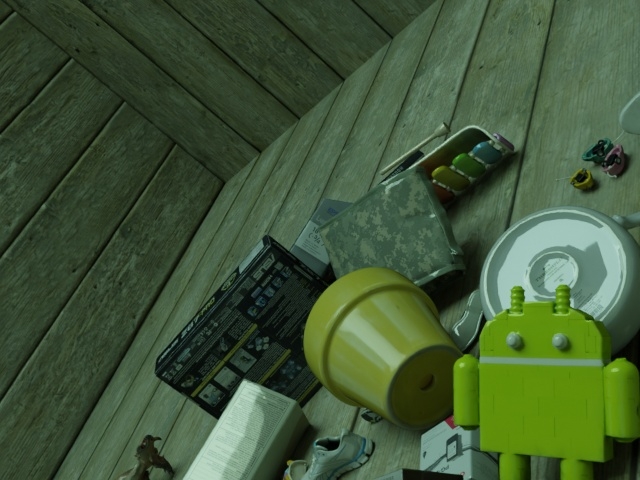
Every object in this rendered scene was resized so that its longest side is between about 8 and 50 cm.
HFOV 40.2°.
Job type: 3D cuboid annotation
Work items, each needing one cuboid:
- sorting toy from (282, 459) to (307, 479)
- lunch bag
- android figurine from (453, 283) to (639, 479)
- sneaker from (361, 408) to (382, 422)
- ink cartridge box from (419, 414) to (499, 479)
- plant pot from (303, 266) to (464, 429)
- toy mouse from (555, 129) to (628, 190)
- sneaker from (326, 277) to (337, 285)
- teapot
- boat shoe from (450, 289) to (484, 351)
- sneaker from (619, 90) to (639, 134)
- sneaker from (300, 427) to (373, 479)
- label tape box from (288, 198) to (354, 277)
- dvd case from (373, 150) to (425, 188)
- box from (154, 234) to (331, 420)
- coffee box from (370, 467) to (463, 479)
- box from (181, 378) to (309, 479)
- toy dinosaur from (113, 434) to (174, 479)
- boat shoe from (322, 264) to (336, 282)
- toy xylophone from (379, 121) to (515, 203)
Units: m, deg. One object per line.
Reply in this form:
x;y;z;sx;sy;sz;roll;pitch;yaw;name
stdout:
-0.061;0.489;1.747;0.083;0.045;0.075;-85;19;-62;sorting toy
0.164;0.010;1.809;0.287;0.169;0.235;-34;68;41;lunch bag
0.290;0.193;1.137;0.248;0.056;0.272;-1;85;35;android figurine
0.114;0.320;1.668;0.083;0.031;0.035;-29;19;30;sneaker
0.207;0.340;1.317;0.109;0.063;0.150;-41;19;29;ink cartridge box
0.130;0.204;1.540;0.254;0.254;0.239;-51;33;-2;plant pot
0.524;-0.147;1.604;0.143;0.031;0.161;-51;17;0;toy mouse
0.093;0.057;2.075;0.343;0.146;0.134;-40;20;33;sneaker
0.370;0.081;1.275;0.256;0.187;0.252;-8;62;31;teapot
0.273;0.151;1.598;0.125;0.046;0.038;-66;-24;-13;boat shoe
0.625;-0.267;1.554;0.212;0.080;0.094;-38;8;16;sneaker
0.007;0.412;1.647;0.191;0.083;0.071;-44;19;23;sneaker
0.000;0.000;2.184;0.333;0.106;0.240;-58;1;-18;label tape box
0.168;-0.089;2.097;0.239;0.179;0.029;-42;60;-12;dvd case
-0.127;0.233;1.965;0.395;0.318;0.097;-49;15;7;box
0.073;0.444;1.246;0.297;0.119;0.168;-34;51;44;coffee box
-0.166;0.463;1.814;0.148;0.121;0.311;20;63;26;box
-0.499;0.657;2.374;0.200;0.127;0.295;-54;3;-37;toy dinosaur
0.013;0.060;2.354;0.098;0.109;0.302;-31;19;50;boat shoe
0.268;-0.156;1.975;0.323;0.236;0.081;-40;63;28;toy xylophone
